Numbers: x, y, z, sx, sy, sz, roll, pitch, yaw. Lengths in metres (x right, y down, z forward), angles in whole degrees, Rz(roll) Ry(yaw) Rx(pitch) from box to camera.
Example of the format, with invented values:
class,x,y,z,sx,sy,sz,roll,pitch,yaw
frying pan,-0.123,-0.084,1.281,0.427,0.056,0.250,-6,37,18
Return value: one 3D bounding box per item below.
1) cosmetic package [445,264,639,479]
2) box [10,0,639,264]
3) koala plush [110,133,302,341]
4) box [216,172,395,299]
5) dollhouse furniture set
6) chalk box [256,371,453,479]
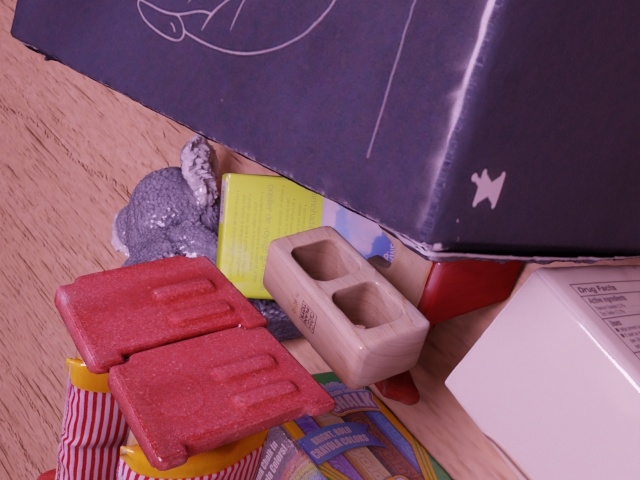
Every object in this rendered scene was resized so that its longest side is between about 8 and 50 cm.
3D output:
class,x,y,z,sx,sy,sz,roll,pitch,yaw
cosmetic package,0.238,0.159,0.550,0.309,0.160,0.113,52,124,33
box,0.057,-0.291,0.638,0.472,0.297,0.480,30,110,42
koala plush,-0.140,0.013,0.922,0.196,0.203,0.221,-39,51,37
box,0.000,0.000,0.804,0.042,0.178,0.109,-154,68,-77
dollhouse furniture set,0.000,0.110,0.655,0.152,0.374,0.201,46,135,36
chalk box,-0.007,0.205,0.813,0.213,0.132,0.132,46,121,36
